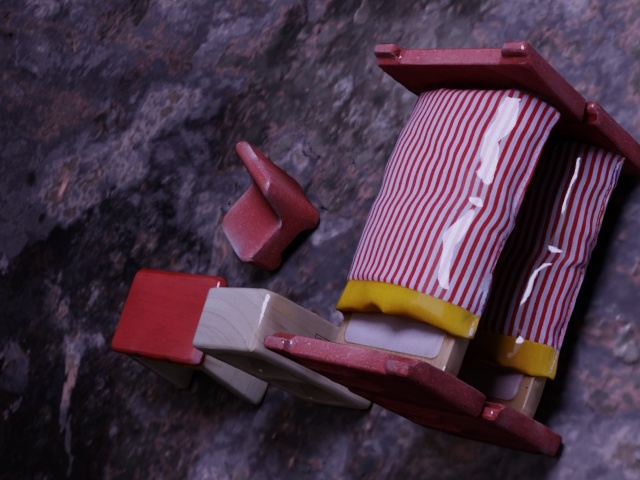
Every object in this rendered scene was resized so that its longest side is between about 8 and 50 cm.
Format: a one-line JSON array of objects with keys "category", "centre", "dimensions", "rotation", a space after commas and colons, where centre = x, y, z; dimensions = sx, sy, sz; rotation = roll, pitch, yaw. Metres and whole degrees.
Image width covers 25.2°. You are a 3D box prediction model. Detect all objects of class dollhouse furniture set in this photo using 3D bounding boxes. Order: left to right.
[{"category": "dollhouse furniture set", "centre": [0.000, 0.000, 0.925], "dimensions": [0.374, 0.152, 0.201], "rotation": [4, 70, 46]}]
